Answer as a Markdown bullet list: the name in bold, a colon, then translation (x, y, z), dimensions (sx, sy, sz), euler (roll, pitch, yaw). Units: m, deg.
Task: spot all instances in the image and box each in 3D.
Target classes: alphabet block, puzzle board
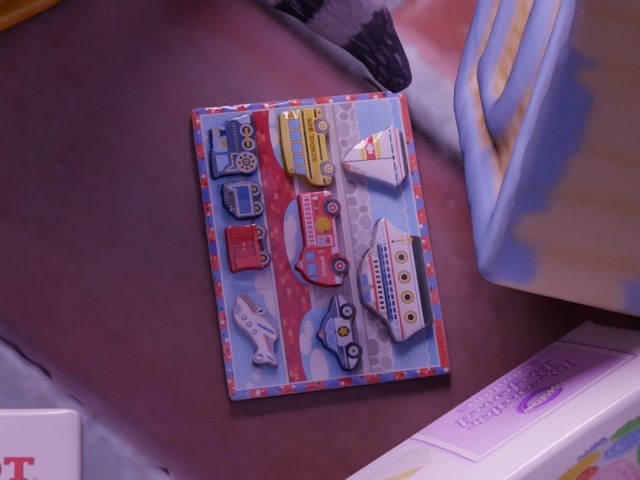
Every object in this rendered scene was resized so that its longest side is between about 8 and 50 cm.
- **alphabet block**: translation (0.170, -0.082, 0.621), dimensions (0.197, 0.193, 0.192), euler (12, 118, -5)
- **puzzle board**: translation (0.000, 0.000, 0.717), dimensions (0.096, 0.011, 0.128), euler (-6, 79, -10)

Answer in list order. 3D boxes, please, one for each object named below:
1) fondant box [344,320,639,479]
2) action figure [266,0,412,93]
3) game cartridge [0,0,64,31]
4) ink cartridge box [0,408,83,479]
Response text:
- **fondant box**: translation (0.097, 0.229, 0.595), dimensions (0.238, 0.096, 0.330), euler (-31, 102, -14)
- **action figure**: translation (-0.083, -0.187, 0.588), dimensions (0.330, 0.341, 0.178), euler (20, 98, -10)
- **game cartridge**: translation (-0.287, -0.185, 0.672), dimensions (0.285, 0.052, 0.323), euler (-30, 82, -25)
- **ink cartridge box**: translation (-0.168, 0.171, 0.611), dimensions (0.160, 0.092, 0.219), euler (0, 78, -9)
